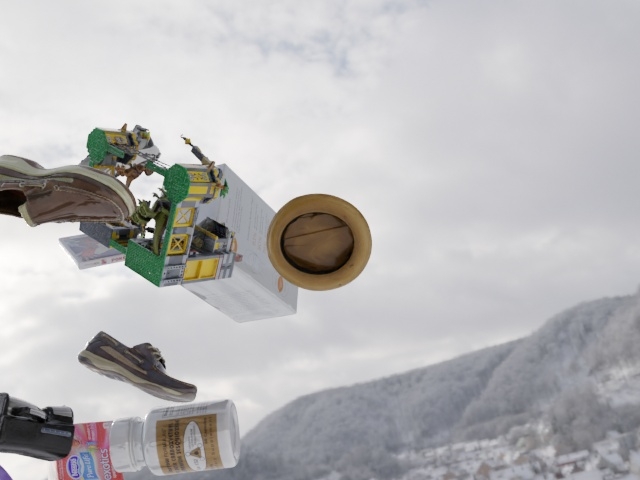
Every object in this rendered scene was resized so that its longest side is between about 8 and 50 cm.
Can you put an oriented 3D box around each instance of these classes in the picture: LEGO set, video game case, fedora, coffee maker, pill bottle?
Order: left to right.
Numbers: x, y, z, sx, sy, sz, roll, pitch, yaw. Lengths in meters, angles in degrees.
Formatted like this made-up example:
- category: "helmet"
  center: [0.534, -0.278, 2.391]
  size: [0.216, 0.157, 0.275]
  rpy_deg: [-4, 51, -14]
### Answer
- category: "coffee maker"
  center: [-0.643, 0.429, 1.476]
  size: [0.120, 0.171, 0.178]
  rpy_deg: [6, -18, 42]
- category: "video game case"
  center: [-0.531, 0.014, 1.683]
  size: [0.184, 0.023, 0.201]
  rpy_deg: [-12, 24, -31]
- category: "LEGO set"
  center: [-0.260, -0.063, 1.190]
  size: [0.332, 0.254, 0.192]
  rpy_deg: [16, 13, 36]
- category: "pill bottle"
  center: [-0.278, 0.382, 1.313]
  size: [0.230, 0.131, 0.131]
  rpy_deg: [-7, -21, 1]
- category: "fedora"
  center: [0.000, 0.000, 1.255]
  size: [0.195, 0.194, 0.079]
  rpy_deg: [-18, 6, 11]

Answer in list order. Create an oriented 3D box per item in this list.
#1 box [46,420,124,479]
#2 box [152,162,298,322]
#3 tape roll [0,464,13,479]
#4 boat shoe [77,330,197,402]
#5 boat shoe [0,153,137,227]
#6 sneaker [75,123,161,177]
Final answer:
- category: "box"
  center: [-0.563, 0.599, 1.631]
  size: [0.154, 0.299, 0.142]
  rpy_deg: [3, -51, -30]
- category: "box"
  center: [-0.199, 0.019, 1.532]
  size: [0.169, 0.214, 0.345]
  rpy_deg: [-11, -33, 25]
- category: "tape roll"
  center: [-0.456, 0.347, 0.810]
  size: [0.189, 0.188, 0.080]
  rpy_deg: [-18, 0, 11]
- category: "boat shoe"
  center: [-0.506, 0.350, 1.923]
  size: [0.356, 0.130, 0.132]
  rpy_deg: [21, -22, 3]
- category: "boat shoe"
  center: [-0.388, -0.052, 0.981]
  size: [0.258, 0.095, 0.095]
  rpy_deg: [10, -40, 24]
- category: "sneaker"
  center: [-0.532, -0.194, 1.663]
  size: [0.272, 0.107, 0.100]
  rpy_deg: [-25, 4, -6]
